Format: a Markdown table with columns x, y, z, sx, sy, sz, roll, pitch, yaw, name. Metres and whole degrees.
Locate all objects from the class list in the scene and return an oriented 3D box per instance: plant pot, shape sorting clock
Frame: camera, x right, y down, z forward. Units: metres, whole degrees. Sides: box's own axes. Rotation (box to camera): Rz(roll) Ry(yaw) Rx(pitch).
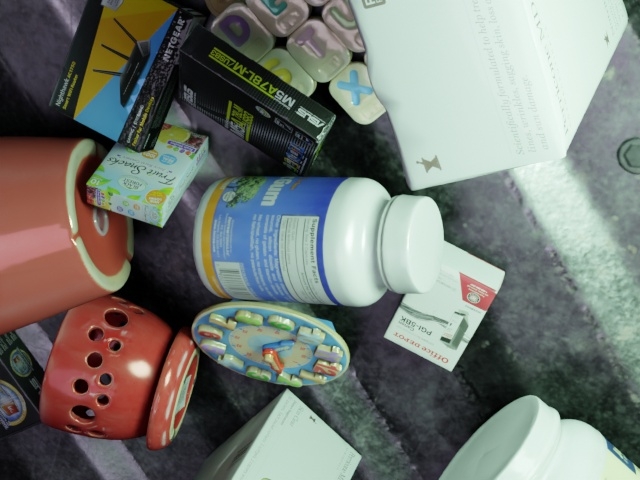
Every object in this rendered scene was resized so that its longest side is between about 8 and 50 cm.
| x | y | z | sx | sy | sz | roll | pitch | yaw | name |
| --- | --- | --- | --- | --- | --- | --- | --- | --- | --- |
| -0.258 | 0.174 | 1.731 | 0.174 | 0.191 | 0.191 | 14 | 121 | 3 | plant pot |
| -0.381 | -0.012 | 1.642 | 0.243 | 0.275 | 0.275 | -9 | 114 | 13 | plant pot |
| -0.064 | 0.136 | 1.669 | 0.206 | 0.040 | 0.206 | 6 | 149 | 4 | shape sorting clock |

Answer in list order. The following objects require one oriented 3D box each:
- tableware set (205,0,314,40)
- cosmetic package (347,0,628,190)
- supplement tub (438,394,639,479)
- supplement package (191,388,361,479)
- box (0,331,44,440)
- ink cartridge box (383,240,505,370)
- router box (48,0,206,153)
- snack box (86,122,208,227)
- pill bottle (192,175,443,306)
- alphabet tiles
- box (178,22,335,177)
| x | y | z | sx | sy | sz | roll | pitch | yaw | name |
| --- | --- | --- | --- | --- | --- | --- | --- | --- | --- |
| -0.064 | -0.257 | 1.521 | 0.141 | 0.020 | 0.169 | -13 | 111 | 25 | tableware set |
| 0.169 | -0.227 | 1.234 | 0.156 | 0.385 | 0.217 | -11 | 113 | 25 | cosmetic package |
| 0.315 | 0.369 | 1.595 | 0.325 | 0.235 | 0.235 | 42 | 123 | -5 | supplement tub |
| -0.093 | 0.361 | 1.723 | 0.145 | 0.262 | 0.204 | 43 | 123 | -6 | supplement package |
| -0.535 | 0.175 | 1.903 | 0.216 | 0.060 | 0.270 | -23 | 107 | 29 | box |
| 0.150 | 0.079 | 1.603 | 0.099 | 0.056 | 0.135 | 27 | 122 | 4 | ink cartridge box |
| -0.230 | -0.212 | 1.556 | 0.133 | 0.046 | 0.179 | 27 | 106 | 12 | router box |
| -0.208 | -0.087 | 1.591 | 0.100 | 0.141 | 0.037 | 17 | 137 | 11 | snack box |
| 0.000 | 0.000 | 1.543 | 0.272 | 0.152 | 0.152 | 1 | 118 | 26 | pill bottle |
| 0.016 | -0.274 | 1.464 | 0.284 | 0.021 | 0.278 | -37 | 102 | 26 | alphabet tiles |
| -0.077 | -0.154 | 1.498 | 0.184 | 0.191 | 0.045 | 31 | 78 | -1 | box |
